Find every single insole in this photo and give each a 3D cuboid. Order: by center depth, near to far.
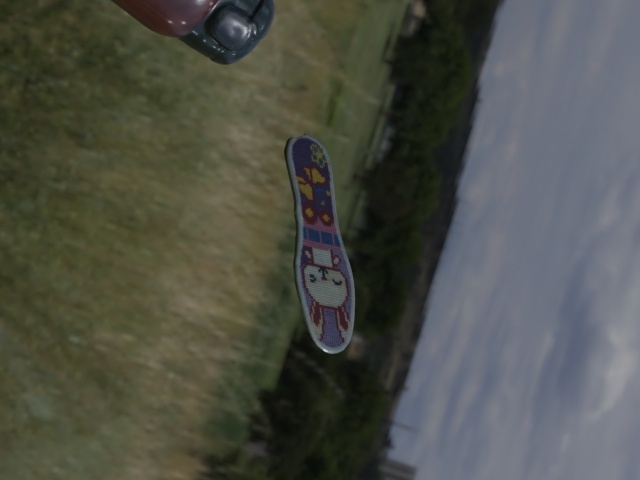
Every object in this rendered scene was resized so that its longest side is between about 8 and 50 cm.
[{"bbox_3d":[0.000,0.000,1.218,0.004,0.065,0.197,-28,-121,41],"label":"insole"}]

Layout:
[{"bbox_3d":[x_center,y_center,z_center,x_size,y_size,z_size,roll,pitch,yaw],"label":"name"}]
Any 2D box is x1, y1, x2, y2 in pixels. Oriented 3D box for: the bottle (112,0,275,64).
[{"bbox_3d":[-0.198,-0.330,1.667,0.144,0.336,0.144,-41,-152,28],"label":"bottle"}]
